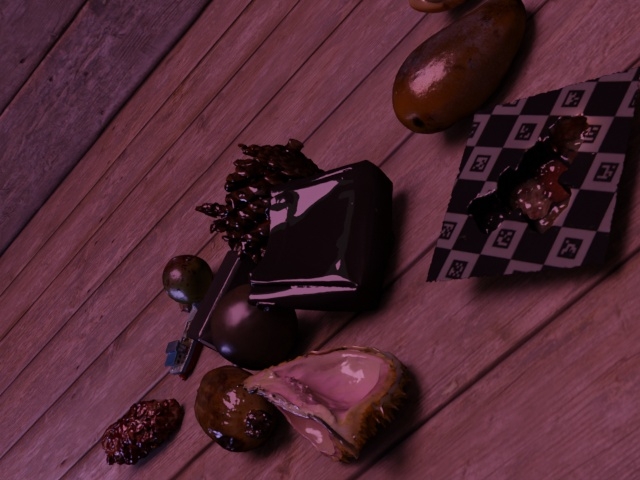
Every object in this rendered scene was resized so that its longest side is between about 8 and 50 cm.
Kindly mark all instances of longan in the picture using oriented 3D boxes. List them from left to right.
[{"bbox_3d":[-0.126,0.167,2.036,0.187,0.167,0.167,110,178,-64],"label":"longan"}]

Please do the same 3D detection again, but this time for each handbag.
[{"bbox_3d":[0.000,0.000,1.956,0.257,0.113,0.285,-5,58,23],"label":"handbag"}]

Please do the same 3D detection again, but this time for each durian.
[{"bbox_3d":[0.040,0.243,1.702,0.195,0.185,0.305,-46,26,-20],"label":"durian"}]

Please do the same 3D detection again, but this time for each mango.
[{"bbox_3d":[0.259,-0.322,1.934,0.316,0.146,0.193,-45,27,-5],"label":"mango"}]

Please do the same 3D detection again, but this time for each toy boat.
[{"bbox_3d":[-0.297,0.221,2.390,0.069,0.059,0.173,-18,47,52],"label":"toy boat"}]

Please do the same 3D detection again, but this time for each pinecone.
[{"bbox_3d":[-0.093,-0.080,2.188,0.224,0.224,0.272,-130,54,-63],"label":"pinecone"}]

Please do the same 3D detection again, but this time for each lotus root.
[{"bbox_3d":[-0.152,0.308,1.965,0.260,0.128,0.145,12,99,62],"label":"lotus root"}]

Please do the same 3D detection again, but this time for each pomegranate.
[{"bbox_3d":[-0.311,0.095,2.483,0.130,0.130,0.130,-41,31,31],"label":"pomegranate"}]

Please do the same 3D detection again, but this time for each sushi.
[{"bbox_3d":[0.336,-0.075,1.627,0.320,0.069,0.339,-11,52,45],"label":"sushi"}]

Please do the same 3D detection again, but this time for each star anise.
[{"bbox_3d":[-0.209,-0.080,2.491,0.140,0.144,0.158,-29,59,-9],"label":"star anise"}]

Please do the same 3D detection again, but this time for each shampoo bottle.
[{"bbox_3d":[-0.191,0.115,2.299,0.079,0.080,0.246,7,69,60],"label":"shampoo bottle"}]

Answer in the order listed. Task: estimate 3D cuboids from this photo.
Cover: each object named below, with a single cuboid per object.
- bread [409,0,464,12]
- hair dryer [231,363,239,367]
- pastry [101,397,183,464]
[{"bbox_3d":[0.276,-0.601,2.209,0.173,0.121,0.311,-28,40,41],"label":"bread"},{"bbox_3d":[-0.176,0.233,2.204,0.063,0.037,0.114,-38,40,39],"label":"hair dryer"},{"bbox_3d":[-0.387,0.408,2.313,0.208,0.097,0.115,-38,43,32],"label":"pastry"}]
